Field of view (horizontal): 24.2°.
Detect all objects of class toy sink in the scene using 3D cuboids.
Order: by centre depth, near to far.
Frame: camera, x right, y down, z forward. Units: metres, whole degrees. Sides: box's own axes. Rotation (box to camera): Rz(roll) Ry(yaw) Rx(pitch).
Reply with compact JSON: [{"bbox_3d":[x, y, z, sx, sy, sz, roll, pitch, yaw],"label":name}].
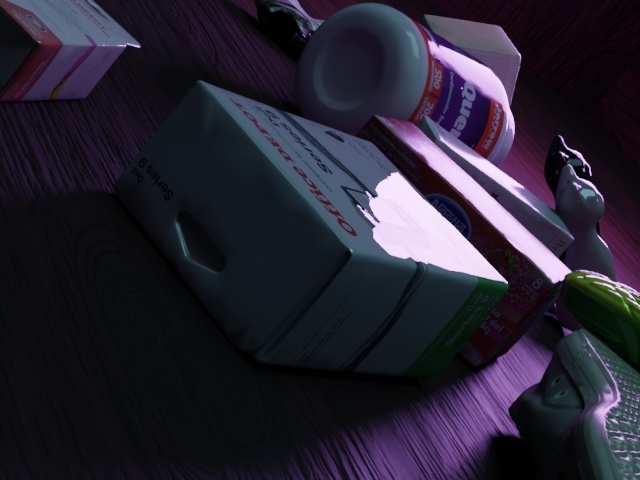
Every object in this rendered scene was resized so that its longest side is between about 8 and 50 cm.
[{"bbox_3d":[0.188,-0.189,2.155,0.131,0.234,0.153,7,24,-8],"label":"toy sink"}]

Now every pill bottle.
[{"bbox_3d":[0.122,-0.174,1.908,0.323,0.181,0.181,18,27,-54],"label":"pill bottle"}]

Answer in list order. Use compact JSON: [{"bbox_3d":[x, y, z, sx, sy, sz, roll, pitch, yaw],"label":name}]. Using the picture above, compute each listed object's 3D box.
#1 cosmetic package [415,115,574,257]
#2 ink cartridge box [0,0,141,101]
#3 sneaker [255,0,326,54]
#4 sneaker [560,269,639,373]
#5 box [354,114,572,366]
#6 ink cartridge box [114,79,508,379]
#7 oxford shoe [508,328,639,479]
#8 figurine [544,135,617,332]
[{"bbox_3d":[0.180,-0.034,1.785,0.231,0.117,0.085,33,18,-23],"label":"cosmetic package"},{"bbox_3d":[-0.244,-0.177,1.254,0.115,0.067,0.198,44,17,10],"label":"ink cartridge box"},{"bbox_3d":[-0.022,-0.283,2.113,0.178,0.072,0.077,30,29,-8],"label":"sneaker"},{"bbox_3d":[0.332,0.154,1.474,0.295,0.123,0.109,49,8,-5],"label":"sneaker"},{"bbox_3d":[0.124,-0.003,1.546,0.257,0.122,0.128,44,15,14],"label":"box"},{"bbox_3d":[0.000,0.000,1.242,0.211,0.121,0.289,48,17,26],"label":"ink cartridge box"},{"bbox_3d":[0.241,0.203,1.232,0.169,0.130,0.449,40,11,-9],"label":"oxford shoe"},{"bbox_3d":[0.332,-0.012,1.937,0.215,0.092,0.209,-84,163,-71],"label":"figurine"}]
